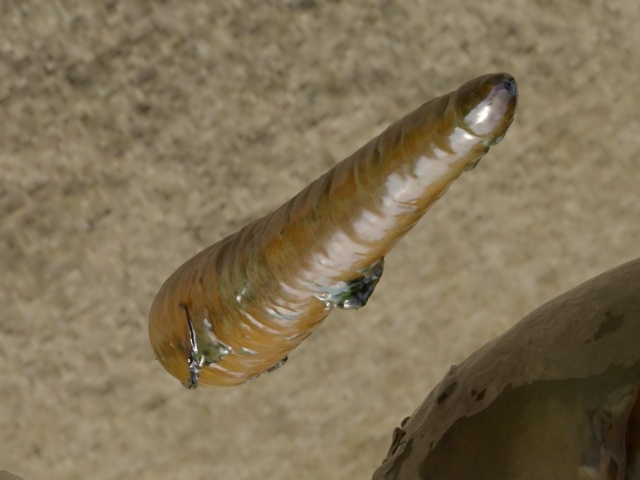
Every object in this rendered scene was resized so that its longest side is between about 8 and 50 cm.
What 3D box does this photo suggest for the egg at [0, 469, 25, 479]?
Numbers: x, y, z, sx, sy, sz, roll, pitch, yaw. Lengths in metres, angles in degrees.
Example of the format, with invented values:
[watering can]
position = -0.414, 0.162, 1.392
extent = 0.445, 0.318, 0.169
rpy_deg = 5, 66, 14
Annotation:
[egg]
position = -0.177, 0.234, 0.880
extent = 0.310, 0.279, 0.279
rpy_deg = 39, 111, -18

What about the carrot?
[carrot]
position = 0.000, 0.000, 0.586
extent = 0.049, 0.049, 0.254
rpy_deg = -19, 171, -25

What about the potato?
[potato]
position = 0.109, 0.088, 0.630
extent = 0.262, 0.165, 0.165
rpy_deg = -19, 168, 43
